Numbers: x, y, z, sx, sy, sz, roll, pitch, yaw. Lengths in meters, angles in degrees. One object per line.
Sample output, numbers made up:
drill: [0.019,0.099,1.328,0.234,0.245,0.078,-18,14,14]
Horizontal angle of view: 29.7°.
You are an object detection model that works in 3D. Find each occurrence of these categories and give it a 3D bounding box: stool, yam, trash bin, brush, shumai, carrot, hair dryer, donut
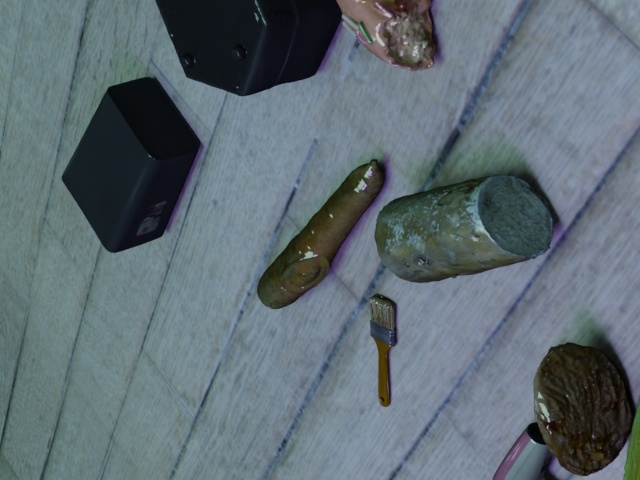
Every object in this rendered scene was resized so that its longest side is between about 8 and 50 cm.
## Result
stool: [-0.093,-0.294,1.471,0.232,0.141,0.232,29,130,41]
yam: [0.159,-0.013,1.334,0.194,0.107,0.107,-14,98,54]
trash bin: [-0.288,-0.119,1.854,0.165,0.115,0.225,55,139,18]
brush: [0.084,0.150,1.600,0.043,0.014,0.170,26,129,42]
shumai: [0.269,0.184,1.295,0.139,0.123,0.105,48,154,3]
carrot: [0.001,-0.001,1.582,0.070,0.070,0.342,57,142,14]
hair dryer: [0.281,0.293,1.406,0.154,0.054,0.106,39,132,19]
donut: [0.088,-0.303,1.284,0.199,0.085,0.233,57,142,15]

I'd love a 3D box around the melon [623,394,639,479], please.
melon: [0.382,0.296,1.136,0.331,0.226,0.344,38,150,18]
